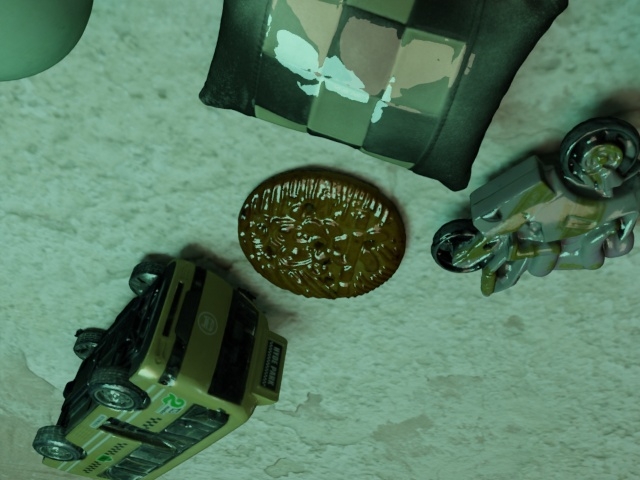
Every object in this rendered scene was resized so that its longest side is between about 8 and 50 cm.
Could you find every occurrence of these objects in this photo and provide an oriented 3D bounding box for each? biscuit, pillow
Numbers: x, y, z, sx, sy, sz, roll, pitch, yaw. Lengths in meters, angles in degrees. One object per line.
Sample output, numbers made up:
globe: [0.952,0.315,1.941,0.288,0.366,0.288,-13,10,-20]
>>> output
biscuit: [0.000,0.001,0.693,0.187,0.027,0.188,6,135,6]
pillow: [0.031,-0.145,0.488,0.249,0.106,0.186,19,135,-2]

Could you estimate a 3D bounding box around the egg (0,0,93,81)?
egg: [-0.284,-0.248,0.357,0.229,0.230,0.371,-19,133,26]

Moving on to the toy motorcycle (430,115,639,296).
toy motorcycle: [0.224,-0.015,0.605,0.152,0.073,0.225,30,131,-22]

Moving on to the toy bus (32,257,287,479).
toy bus: [-0.213,0.184,0.815,0.201,0.177,0.365,29,136,-22]
